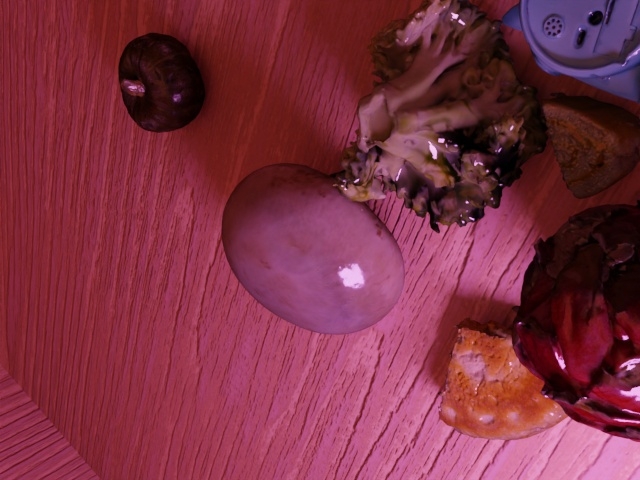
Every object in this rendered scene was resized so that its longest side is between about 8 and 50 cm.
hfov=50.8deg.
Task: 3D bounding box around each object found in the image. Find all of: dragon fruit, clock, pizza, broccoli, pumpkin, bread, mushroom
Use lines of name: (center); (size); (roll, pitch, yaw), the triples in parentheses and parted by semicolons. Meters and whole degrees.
dragon fruit: (0.416, 0.109, 0.875); (0.329, 0.329, 0.329); (17, 118, 35)
clock: (0.365, -0.307, 0.871); (0.274, 0.094, 0.223); (24, 119, 31)
pizza: (0.319, 0.226, 1.156); (0.335, 0.086, 0.226); (-40, 75, 41)
broccoli: (0.167, -0.182, 0.984); (0.293, 0.281, 0.347); (21, 117, 36)
pumpkin: (-0.356, -0.339, 1.458); (0.219, 0.162, 0.219); (18, 117, 40)
bread: (0.385, -0.145, 0.934); (0.110, 0.103, 0.156); (-14, 104, 48)
mushroom: (0.000, 0.000, 1.244); (0.362, 0.294, 0.362); (27, 151, 16)
